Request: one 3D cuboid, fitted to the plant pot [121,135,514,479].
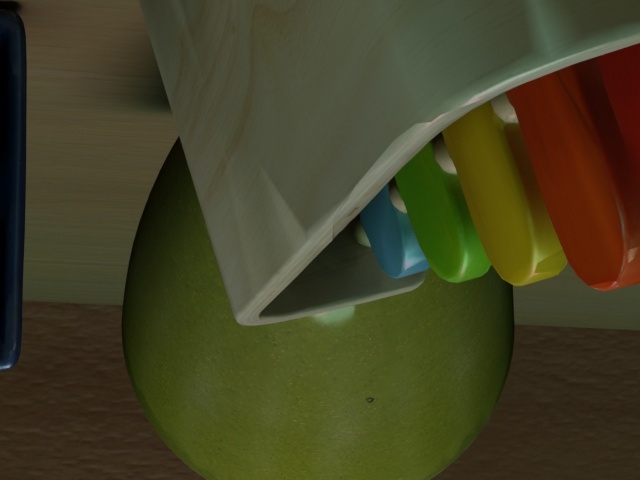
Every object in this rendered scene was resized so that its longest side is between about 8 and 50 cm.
[{"bbox_3d":[0.000,0.000,1.050,0.274,0.275,0.293,2,157,0],"label":"plant pot"}]

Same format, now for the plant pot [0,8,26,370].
[{"bbox_3d":[-0.281,-0.031,0.901,0.236,0.236,0.212,1,179,16],"label":"plant pot"}]

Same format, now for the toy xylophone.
[{"bbox_3d":[0.008,-0.089,0.441,0.081,0.236,0.322,-15,179,-16],"label":"toy xylophone"}]
